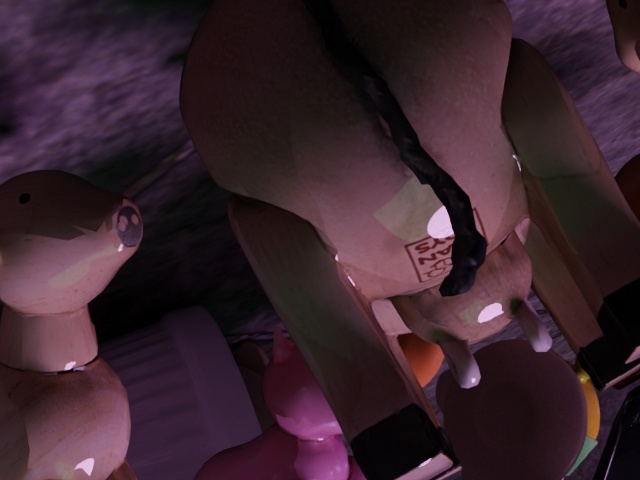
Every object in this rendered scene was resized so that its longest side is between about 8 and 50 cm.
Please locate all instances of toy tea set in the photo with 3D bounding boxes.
[{"bbox_3d":[0.076,0.099,0.858,0.336,0.200,0.124,-41,152,22],"label":"toy tea set"}]

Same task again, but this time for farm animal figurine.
[{"bbox_3d":[0.000,0.000,0.457,0.330,0.172,0.327,-26,167,-16],"label":"farm animal figurine"}]

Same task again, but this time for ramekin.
[{"bbox_3d":[-0.087,0.146,0.733,0.109,0.207,0.207,-15,161,-13],"label":"ramekin"}]

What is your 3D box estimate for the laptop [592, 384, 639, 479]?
[{"bbox_3d":[0.089,0.139,0.664,0.264,0.136,0.234,-19,176,35],"label":"laptop"}]
